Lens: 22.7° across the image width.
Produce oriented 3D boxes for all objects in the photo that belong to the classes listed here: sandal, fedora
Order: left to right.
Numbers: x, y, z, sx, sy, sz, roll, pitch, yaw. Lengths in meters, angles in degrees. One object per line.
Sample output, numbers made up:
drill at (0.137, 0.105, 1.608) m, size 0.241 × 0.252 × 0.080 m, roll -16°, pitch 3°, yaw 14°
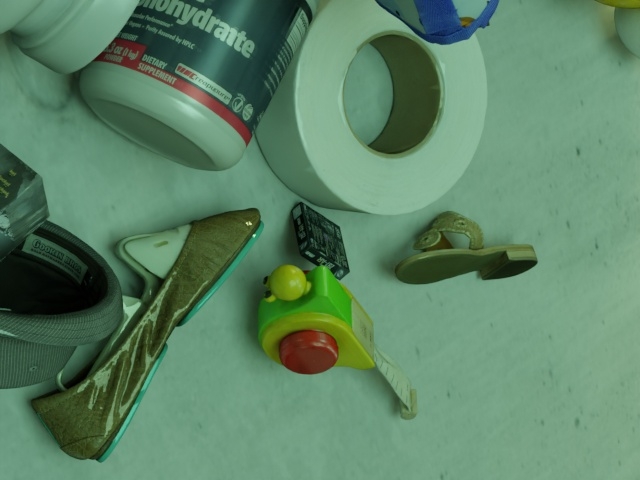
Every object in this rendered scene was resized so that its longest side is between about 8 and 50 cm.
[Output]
fedora at (-0.338, 0.063, 1.591) m, size 0.275 × 0.244 × 0.124 m, roll 5°, pitch 121°, yaw -41°
sandal at (0.171, 0.002, 2.007) m, size 0.240 × 0.088 × 0.079 m, roll 1°, pitch 63°, yaw -41°

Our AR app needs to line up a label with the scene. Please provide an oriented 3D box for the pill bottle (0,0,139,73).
pill bottle at (-0.362, -0.335, 1.499) m, size 0.407 × 0.229 × 0.229 m, roll 34°, pitch 76°, yaw -32°

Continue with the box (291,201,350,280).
box at (0.000, 0.000, 1.874) m, size 0.067 × 0.083 × 0.018 m, roll 33°, pitch 118°, yaw -33°

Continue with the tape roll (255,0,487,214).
tape roll at (0.059, -0.173, 1.882) m, size 0.286 × 0.100 × 0.286 m, roll -4°, pitch 97°, yaw -34°

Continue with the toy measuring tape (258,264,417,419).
toy measuring tape at (0.008, 0.129, 1.892) m, size 0.121 × 0.121 × 0.330 m, roll -56°, pitch 140°, yaw -17°

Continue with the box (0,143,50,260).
box at (-0.440, -0.052, 1.451) m, size 0.242 × 0.307 × 0.076 m, roll -45°, pitch 161°, yaw -24°

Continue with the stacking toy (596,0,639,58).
stacking toy at (0.381, -0.413, 2.012) m, size 0.350 × 0.350 × 0.480 m, roll -46°, pitch 136°, yaw -22°

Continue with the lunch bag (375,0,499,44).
lunch bag at (0.069, -0.429, 1.624) m, size 0.328 × 0.238 × 0.386 m, roll 57°, pitch 19°, yaw -47°

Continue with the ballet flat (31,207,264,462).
ballet flat at (-0.198, 0.075, 1.741) m, size 0.124 × 0.116 × 0.342 m, roll 37°, pitch 77°, yaw -11°

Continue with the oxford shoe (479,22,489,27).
oxford shoe at (0.145, -0.356, 1.945) m, size 0.076 × 0.076 × 0.212 m, roll -14°, pitch 94°, yaw 7°

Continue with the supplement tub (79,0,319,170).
supplement tub at (-0.118, -0.229, 1.699) m, size 0.191 × 0.191 × 0.272 m, roll 33°, pitch 76°, yaw -32°
